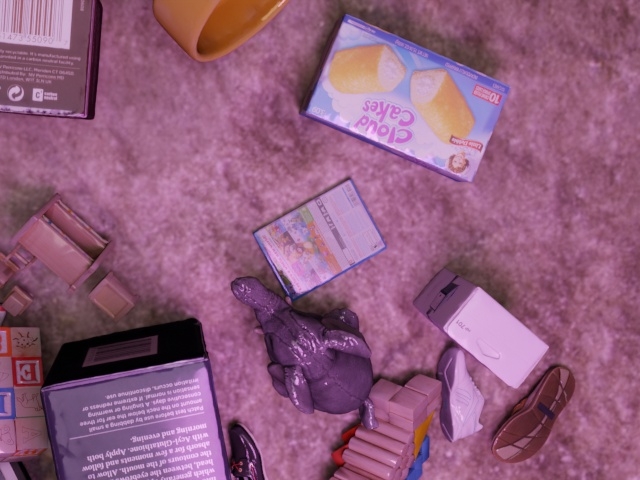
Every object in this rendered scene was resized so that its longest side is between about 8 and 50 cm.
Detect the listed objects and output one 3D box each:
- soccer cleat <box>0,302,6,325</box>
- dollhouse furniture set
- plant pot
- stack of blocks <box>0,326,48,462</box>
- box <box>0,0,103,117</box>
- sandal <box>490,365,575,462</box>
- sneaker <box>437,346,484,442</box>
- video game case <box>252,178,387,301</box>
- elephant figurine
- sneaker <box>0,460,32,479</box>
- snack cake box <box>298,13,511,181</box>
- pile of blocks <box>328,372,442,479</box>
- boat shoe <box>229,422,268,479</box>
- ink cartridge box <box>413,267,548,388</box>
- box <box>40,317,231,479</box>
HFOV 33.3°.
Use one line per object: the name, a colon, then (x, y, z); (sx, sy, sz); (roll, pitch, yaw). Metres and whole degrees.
soccer cleat: (-0.488, 0.102, 1.510); (0.083, 0.029, 0.036); (8, 90, -14)
dollhouse furniture set: (-0.365, 0.057, 1.511); (0.182, 0.101, 0.161); (43, 112, -11)
plant pot: (-0.157, -0.408, 1.419); (0.254, 0.254, 0.239); (-44, 84, -3)
stack of blocks: (-0.519, 0.206, 1.399); (0.297, 0.087, 0.171); (3, 68, -32)
box: (-0.378, -0.248, 1.405); (0.168, 0.203, 0.167); (4, 95, -9)
sandal: (0.325, 0.269, 1.648); (0.072, 0.049, 0.180); (45, 73, -16)
sneaker: (0.214, 0.229, 1.622); (0.061, 0.053, 0.152); (-10, 109, -19)
video game case: (0.000, 0.000, 1.584); (0.166, 0.015, 0.119); (-29, 100, -5)
elephant figurine: (-0.017, 0.157, 1.467); (0.186, 0.239, 0.169); (4, 76, 12)
sneaker: (-0.460, 0.457, 1.505); (0.178, 0.124, 0.296); (-19, 99, -16)
snack cake box: (0.120, -0.202, 1.547); (0.264, 0.089, 0.152); (21, 91, -10)
pile of blocks: (0.067, 0.362, 1.591); (0.112, 0.149, 0.362); (18, 73, 33)
boat shoe: (-0.109, 0.335, 1.577); (0.042, 0.049, 0.133); (-23, 103, -38)
ink cartridge box: (0.226, 0.123, 1.541); (0.139, 0.190, 0.082); (40, 88, -11)
box: (-0.224, 0.335, 1.439); (0.212, 0.293, 0.396); (-10, 97, -8)
